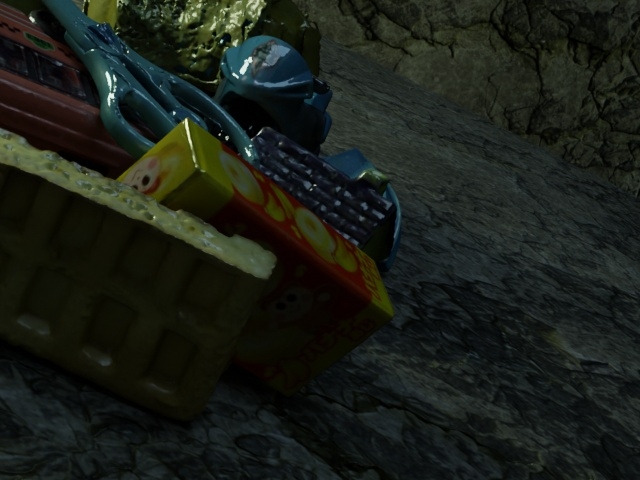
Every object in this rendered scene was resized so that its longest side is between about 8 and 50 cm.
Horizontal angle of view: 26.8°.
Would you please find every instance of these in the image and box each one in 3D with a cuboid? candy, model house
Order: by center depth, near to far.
[{"bbox_3d":[-0.072,0.023,1.237,0.276,0.146,0.088,35,25,-38],"label":"candy"},{"bbox_3d":[-0.024,-0.008,1.445,0.194,0.211,0.170,34,19,23],"label":"model house"}]

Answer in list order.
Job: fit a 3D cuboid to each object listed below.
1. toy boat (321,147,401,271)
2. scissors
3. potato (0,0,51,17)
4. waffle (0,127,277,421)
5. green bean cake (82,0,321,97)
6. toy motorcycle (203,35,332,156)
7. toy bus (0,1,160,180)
[{"bbox_3d":[0.058,-0.034,1.891,0.109,0.098,0.238,-19,34,-1],"label":"toy boat"},{"bbox_3d":[-0.206,-0.185,1.310,0.393,0.032,0.180,47,24,21],"label":"scissors"},{"bbox_3d":[-0.460,-0.370,1.707,0.330,0.280,0.213,18,21,-27],"label":"potato"},{"bbox_3d":[-0.187,0.033,1.117,0.274,0.168,0.057,25,23,-8],"label":"waffle"},{"bbox_3d":[-0.176,-0.320,2.021,0.310,0.202,0.285,13,5,32],"label":"green bean cake"},{"bbox_3d":[-0.058,-0.161,1.812,0.172,0.232,0.416,21,14,13],"label":"toy motorcycle"},{"bbox_3d":[-0.372,-0.129,1.256,0.427,0.203,0.233,21,22,-33],"label":"toy bus"}]
